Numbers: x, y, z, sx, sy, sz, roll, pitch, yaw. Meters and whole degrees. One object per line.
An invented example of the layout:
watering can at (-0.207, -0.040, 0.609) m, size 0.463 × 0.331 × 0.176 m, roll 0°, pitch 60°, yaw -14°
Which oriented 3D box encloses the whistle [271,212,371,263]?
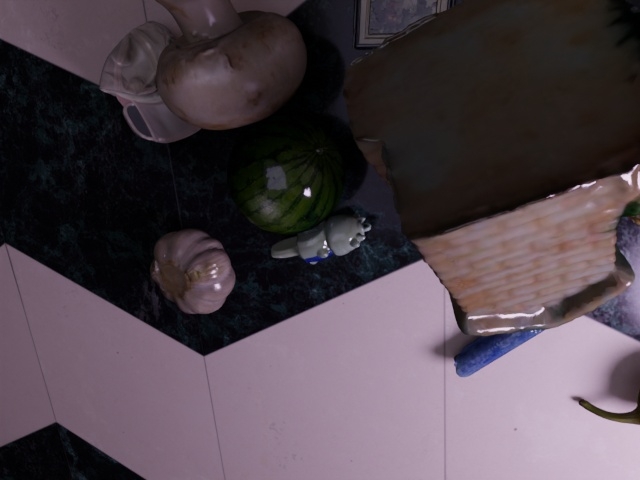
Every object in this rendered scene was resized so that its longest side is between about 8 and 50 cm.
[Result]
whistle at (0.000, 0.000, 0.979) m, size 0.244 × 0.110 × 0.092 m, roll -16°, pitch 135°, yaw 21°

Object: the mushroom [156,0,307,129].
mushroom at (-0.178, -0.367, 0.806) m, size 0.297 × 0.297 × 0.290 m, roll -4°, pitch 130°, yaw 19°

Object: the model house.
model house at (0.303, -0.110, 0.693) m, size 0.395 × 0.445 × 0.400 m, roll -21°, pitch 138°, yaw 18°

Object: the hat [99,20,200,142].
hat at (-0.362, -0.359, 1.004) m, size 0.219 × 0.164 × 0.226 m, roll -19°, pitch 139°, yaw 18°

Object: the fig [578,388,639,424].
fig at (0.648, 0.333, 0.855) m, size 0.245 × 0.149 × 0.149 m, roll -25°, pitch 97°, yaw 36°

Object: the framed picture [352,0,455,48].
framed picture at (0.161, -0.470, 0.827) m, size 0.199 × 0.010 × 0.195 m, roll 7°, pitch 108°, yaw 16°

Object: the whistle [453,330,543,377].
whistle at (0.412, 0.195, 0.921) m, size 0.062 × 0.062 × 0.304 m, roll 47°, pitch 114°, yaw 0°

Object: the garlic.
garlic at (-0.308, 0.076, 1.073) m, size 0.227 × 0.152 × 0.228 m, roll 15°, pitch 123°, yaw 25°

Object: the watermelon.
watermelon at (-0.070, -0.132, 0.885) m, size 0.242 × 0.242 × 0.242 m, roll 5°, pitch 108°, yaw 17°

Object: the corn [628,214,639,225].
corn at (0.535, -0.073, 0.688) m, size 0.092 × 0.280 × 0.092 m, roll 7°, pitch 103°, yaw 35°
